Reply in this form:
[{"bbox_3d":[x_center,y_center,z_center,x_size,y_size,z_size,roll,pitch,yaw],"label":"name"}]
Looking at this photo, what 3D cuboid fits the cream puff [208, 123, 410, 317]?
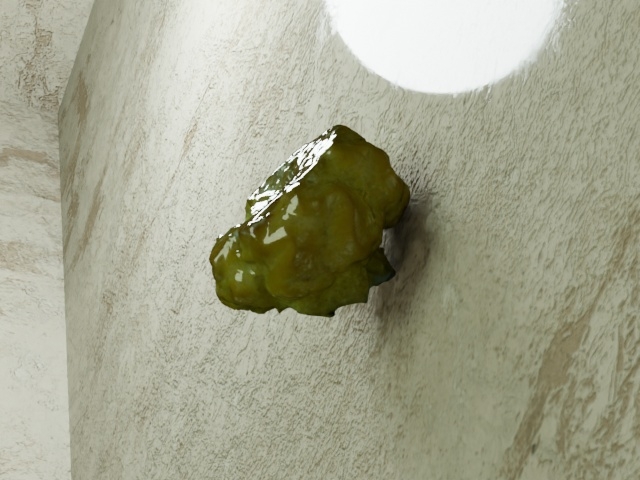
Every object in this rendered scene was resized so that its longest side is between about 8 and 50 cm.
[{"bbox_3d":[-0.001,0.001,1.649,0.282,0.185,0.282,-45,12,12],"label":"cream puff"}]
